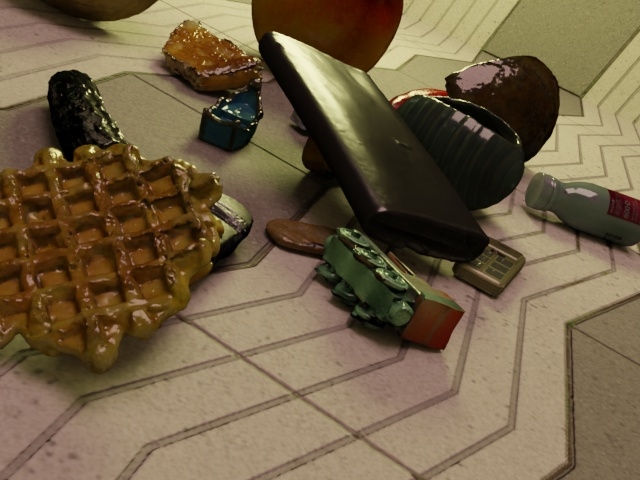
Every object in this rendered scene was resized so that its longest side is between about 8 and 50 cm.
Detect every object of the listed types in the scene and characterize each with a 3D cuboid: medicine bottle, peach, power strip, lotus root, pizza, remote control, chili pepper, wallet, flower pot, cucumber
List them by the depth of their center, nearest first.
[{"bbox_3d":[-0.145,0.003,0.902,0.090,0.066,0.266,39,21,4],"label":"remote control"},{"bbox_3d":[-0.294,-0.147,1.059,0.081,0.072,0.303,17,21,-38],"label":"cucumber"},{"bbox_3d":[0.065,-0.138,1.209,0.228,0.062,0.406,13,35,-39],"label":"wallet"},{"bbox_3d":[0.243,0.032,1.219,0.076,0.028,0.169,29,24,16],"label":"power strip"},{"bbox_3d":[0.221,-0.148,1.426,0.243,0.157,0.189,38,29,29],"label":"flower pot"},{"bbox_3d":[-0.209,-0.320,1.527,0.226,0.069,0.147,33,46,30],"label":"pizza"},{"bbox_3d":[0.484,-0.060,1.559,0.216,0.090,0.090,18,24,-12],"label":"medicine bottle"},{"bbox_3d":[0.374,-0.245,1.700,0.314,0.210,0.142,-13,53,-29],"label":"lotus root"},{"bbox_3d":[0.019,-0.476,1.756,0.307,0.308,0.332,-1,3,-44],"label":"peach"},{"bbox_3d":[0.271,-0.253,1.813,0.368,0.092,0.137,8,55,-24],"label":"chili pepper"}]

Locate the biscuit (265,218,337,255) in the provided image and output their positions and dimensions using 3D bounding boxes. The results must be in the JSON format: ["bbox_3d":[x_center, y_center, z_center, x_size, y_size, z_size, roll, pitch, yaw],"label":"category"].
[{"bbox_3d":[0.000,0.000,1.080,0.147,0.018,0.071,10,24,-24],"label":"biscuit"}]

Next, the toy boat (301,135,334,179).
[{"bbox_3d":[0.036,-0.141,1.326,0.088,0.089,0.229,13,19,13],"label":"toy boat"}]

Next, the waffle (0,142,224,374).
[{"bbox_3d":[-0.211,0.002,0.731,0.237,0.059,0.243,22,50,16],"label":"waffle"}]

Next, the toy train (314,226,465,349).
[{"bbox_3d":[0.072,0.050,0.980,0.118,0.074,0.176,19,17,-34],"label":"toy train"}]

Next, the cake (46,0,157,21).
[{"bbox_3d":[-0.412,-0.559,1.616,0.332,0.332,0.321,20,-7,-7],"label":"cake"}]

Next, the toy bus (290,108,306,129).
[{"bbox_3d":[0.044,-0.216,1.514,0.190,0.075,0.064,6,29,-36],"label":"toy bus"}]

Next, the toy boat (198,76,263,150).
[{"bbox_3d":[-0.128,-0.200,1.318,0.075,0.077,0.185,24,23,5],"label":"toy boat"}]
